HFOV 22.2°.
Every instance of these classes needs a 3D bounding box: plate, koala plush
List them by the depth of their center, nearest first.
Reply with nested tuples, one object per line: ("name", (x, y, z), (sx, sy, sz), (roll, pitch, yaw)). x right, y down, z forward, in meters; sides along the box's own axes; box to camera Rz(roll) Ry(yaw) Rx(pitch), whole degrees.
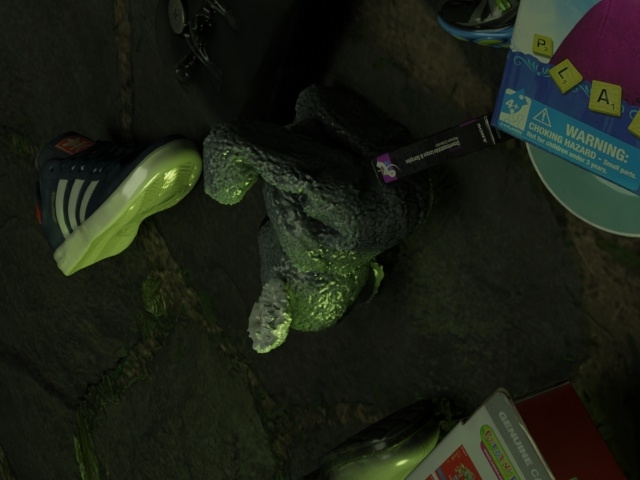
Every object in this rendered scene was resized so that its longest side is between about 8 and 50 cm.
("plate", (0.250, -0.095, 1.284), (0.188, 0.024, 0.188), (8, 109, 26))
("koala plush", (0.000, 0.000, 1.575), (0.203, 0.196, 0.221), (33, 127, 28))

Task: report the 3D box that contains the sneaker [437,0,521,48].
("sneaker", (0.171, -0.203, 1.360), (0.188, 0.067, 0.078), (-7, 80, 56))

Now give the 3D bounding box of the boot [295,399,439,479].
("boot", (0.083, 0.308, 1.689), (0.223, 0.118, 0.338), (59, 155, 11))

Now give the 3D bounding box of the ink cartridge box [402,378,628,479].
("ink cartridge box", (0.212, 0.292, 1.375), (0.309, 0.130, 0.272), (61, 147, 20))

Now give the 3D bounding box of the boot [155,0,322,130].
("boot", (-0.083, -0.355, 1.554), (0.445, 0.146, 0.367), (107, 150, -60))

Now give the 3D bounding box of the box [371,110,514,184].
("box", (0.135, -0.091, 1.403), (0.162, 0.116, 0.029), (-20, 92, 56))

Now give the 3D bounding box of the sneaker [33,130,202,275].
("sneaker", (-0.261, -0.077, 1.933), (0.350, 0.131, 0.148), (-34, 82, 55))

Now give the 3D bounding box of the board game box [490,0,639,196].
("board game box", (0.269, -0.137, 0.872), (0.318, 0.066, 0.318), (27, 131, 22))
